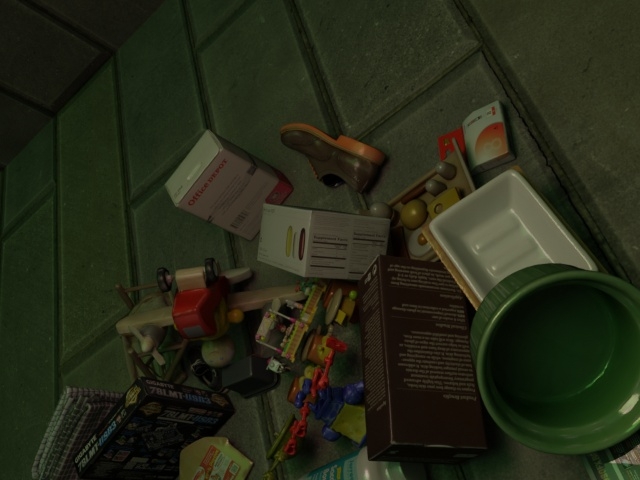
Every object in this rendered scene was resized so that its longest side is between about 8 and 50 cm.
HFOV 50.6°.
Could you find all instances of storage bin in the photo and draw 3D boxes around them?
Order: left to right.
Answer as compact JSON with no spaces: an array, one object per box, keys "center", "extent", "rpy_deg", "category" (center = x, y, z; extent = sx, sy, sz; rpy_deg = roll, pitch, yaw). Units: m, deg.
[{"center":[-0.182,0.334,1.716],"extent":[0.135,0.091,0.098],"rpy_deg":[-26,55,30],"category":"storage bin"}]

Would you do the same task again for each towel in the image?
[{"center":[-0.654,0.570,1.928],"extent":[0.121,0.235,0.283],"rpy_deg":[20,86,42],"category":"towel"}]

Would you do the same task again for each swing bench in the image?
[{"center":[-0.483,0.280,1.939],"extent":[0.254,0.165,0.253],"rpy_deg":[102,150,-45],"category":"swing bench"}]

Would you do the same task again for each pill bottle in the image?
[{"center":[0.080,0.502,1.363],"extent":[0.264,0.146,0.146],"rpy_deg":[-34,51,26],"category":"pill bottle"}]

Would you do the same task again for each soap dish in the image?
[{"center":[0.365,0.031,1.291],"extent":[0.229,0.118,0.290],"rpy_deg":[-34,62,6],"category":"soap dish"}]

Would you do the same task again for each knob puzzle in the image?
[{"center":[-0.276,0.583,1.706],"extent":[0.213,0.030,0.213],"rpy_deg":[-7,72,22],"category":"knob puzzle"}]

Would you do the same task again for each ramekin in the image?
[{"center":[0.395,0.181,1.117],"extent":[0.303,0.303,0.148],"rpy_deg":[-54,6,9],"category":"ramekin"}]

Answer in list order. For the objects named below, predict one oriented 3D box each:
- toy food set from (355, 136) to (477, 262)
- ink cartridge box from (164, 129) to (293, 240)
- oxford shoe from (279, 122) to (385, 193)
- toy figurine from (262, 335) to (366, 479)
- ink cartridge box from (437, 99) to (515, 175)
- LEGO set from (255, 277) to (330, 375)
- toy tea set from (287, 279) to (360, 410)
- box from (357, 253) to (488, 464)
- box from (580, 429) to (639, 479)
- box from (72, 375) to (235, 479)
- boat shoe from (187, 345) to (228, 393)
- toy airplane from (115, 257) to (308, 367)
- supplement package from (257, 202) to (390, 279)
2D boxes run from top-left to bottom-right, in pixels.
[{"center":[0.220,-0.063,1.526],"extent":[0.306,0.092,0.219],"rpy_deg":[-38,49,31],"category":"toy food set"},{"center":[-0.249,-0.148,1.864],"extent":[0.207,0.283,0.117],"rpy_deg":[-49,46,13],"category":"ink cartridge box"},{"center":[0.002,-0.220,1.789],"extent":[0.364,0.130,0.132],"rpy_deg":[25,94,45],"category":"oxford shoe"},{"center":[0.040,0.398,1.423],"extent":[0.191,0.217,0.362],"rpy_deg":[-81,16,-63],"category":"toy figurine"},{"center":[0.343,-0.220,1.539],"extent":[0.179,0.045,0.145],"rpy_deg":[-20,58,31],"category":"ink cartridge box"},{"center":[-0.070,0.174,1.618],"extent":[0.107,0.132,0.287],"rpy_deg":[24,75,3],"category":"LEGO set"},{"center":[0.037,0.240,1.553],"extent":[0.200,0.124,0.336],"rpy_deg":[-83,16,-68],"category":"toy tea set"},{"center":[0.190,0.230,1.324],"extent":[0.143,0.191,0.381],"rpy_deg":[119,155,-54],"category":"box"},{"center":[0.537,0.389,1.069],"extent":[0.183,0.056,0.231],"rpy_deg":[-36,50,25],"category":"box"},{"center":[-0.414,0.487,1.707],"extent":[0.293,0.296,0.073],"rpy_deg":[-51,48,12],"category":"box"},{"center":[-0.319,0.344,1.851],"extent":[0.206,0.065,0.075],"rpy_deg":[35,95,45],"category":"boat shoe"},{"center":[-0.278,0.186,1.730],"extent":[0.386,0.385,0.272],"rpy_deg":[-13,88,48],"category":"toy airplane"},{"center":[0.000,0.000,1.562],"extent":[0.262,0.204,0.145],"rpy_deg":[12,96,62],"category":"supplement package"}]
